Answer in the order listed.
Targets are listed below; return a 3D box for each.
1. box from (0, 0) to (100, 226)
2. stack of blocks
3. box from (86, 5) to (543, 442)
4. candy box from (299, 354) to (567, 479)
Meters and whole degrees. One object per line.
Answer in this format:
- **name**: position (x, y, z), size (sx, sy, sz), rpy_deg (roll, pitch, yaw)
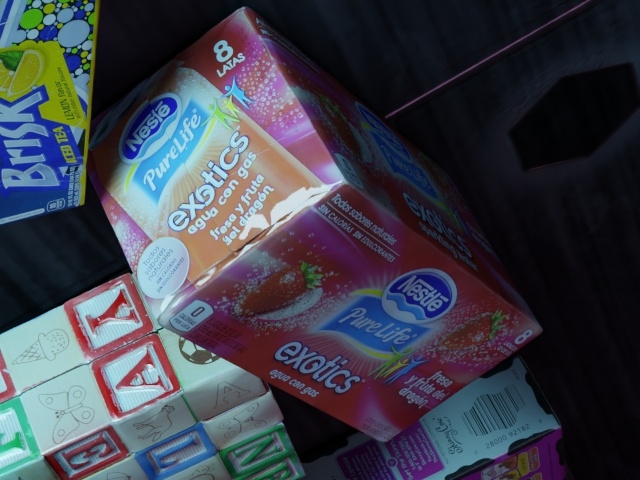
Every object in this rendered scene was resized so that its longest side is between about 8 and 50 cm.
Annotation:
- **box**: position (-0.140, -0.081, 0.880), size (0.059, 0.054, 0.169), rpy_deg (-15, 146, -21)
- **stack of blocks**: position (-0.104, 0.141, 1.191), size (0.171, 0.087, 0.297), rpy_deg (-25, 149, -4)
- **box**: position (0.000, 0.000, 1.034), size (0.122, 0.128, 0.257), rpy_deg (-37, 147, 13)
- **candy box**: position (0.064, 0.193, 1.416), size (0.233, 0.071, 0.159), rpy_deg (-26, 149, -7)
